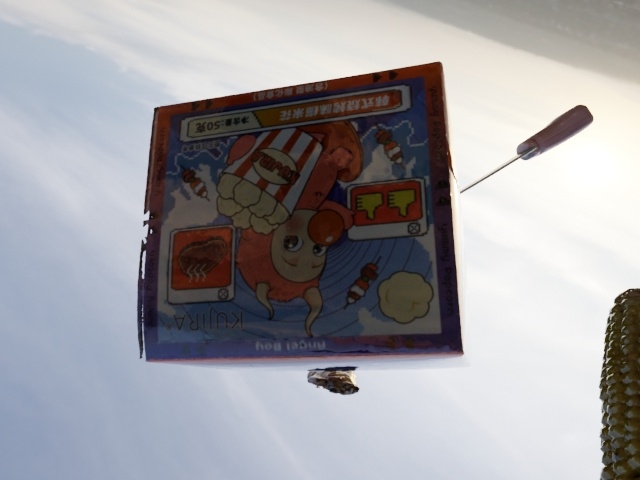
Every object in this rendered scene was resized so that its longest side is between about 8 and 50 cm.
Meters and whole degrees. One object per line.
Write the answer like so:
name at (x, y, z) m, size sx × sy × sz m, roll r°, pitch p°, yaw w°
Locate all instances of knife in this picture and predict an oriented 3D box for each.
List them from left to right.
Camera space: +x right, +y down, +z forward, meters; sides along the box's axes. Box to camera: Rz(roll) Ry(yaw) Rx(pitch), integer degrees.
knife at (0.307, -0.125, 0.812) m, size 0.336 × 0.081 × 0.043 m, roll -33°, pitch -91°, yaw -21°

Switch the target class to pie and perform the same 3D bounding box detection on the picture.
pie at (0.023, 0.226, 0.883) m, size 0.092 × 0.034 × 0.170 m, roll -3°, pitch -178°, yaw 0°

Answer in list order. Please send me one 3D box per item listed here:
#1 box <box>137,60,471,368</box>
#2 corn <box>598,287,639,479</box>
box at (0.000, 0.000, 0.659) m, size 0.349 × 0.318 × 0.257 m, roll -4°, pitch 165°, yaw 17°
corn at (0.237, 0.176, 0.353) m, size 0.097 × 0.097 × 0.320 m, roll 18°, pitch -120°, yaw -2°
